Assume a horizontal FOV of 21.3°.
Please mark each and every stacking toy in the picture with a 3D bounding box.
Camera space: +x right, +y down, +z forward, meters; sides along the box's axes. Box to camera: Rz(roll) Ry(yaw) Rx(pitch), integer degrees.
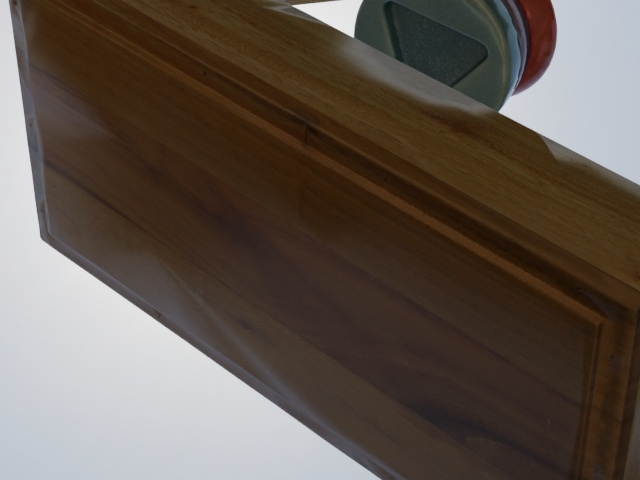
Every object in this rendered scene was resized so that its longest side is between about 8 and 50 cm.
[{"bbox_3d":[0.040,-0.233,1.242,0.279,0.309,0.130,20,-144,27],"label":"stacking toy"}]

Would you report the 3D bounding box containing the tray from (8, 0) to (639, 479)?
[{"bbox_3d":[0.000,0.000,0.861,0.411,0.203,0.076,31,-131,32],"label":"tray"}]
